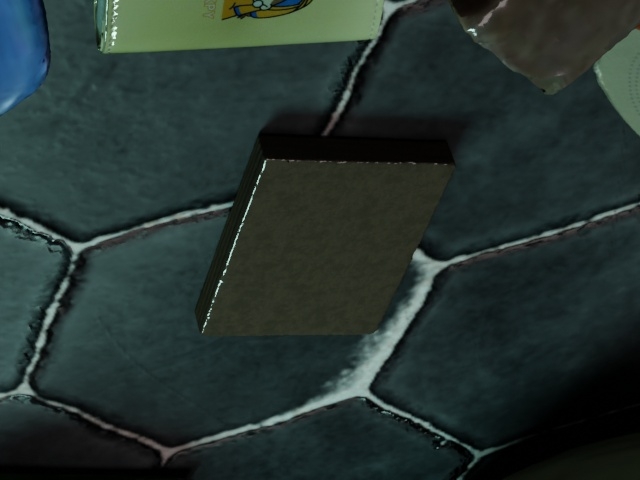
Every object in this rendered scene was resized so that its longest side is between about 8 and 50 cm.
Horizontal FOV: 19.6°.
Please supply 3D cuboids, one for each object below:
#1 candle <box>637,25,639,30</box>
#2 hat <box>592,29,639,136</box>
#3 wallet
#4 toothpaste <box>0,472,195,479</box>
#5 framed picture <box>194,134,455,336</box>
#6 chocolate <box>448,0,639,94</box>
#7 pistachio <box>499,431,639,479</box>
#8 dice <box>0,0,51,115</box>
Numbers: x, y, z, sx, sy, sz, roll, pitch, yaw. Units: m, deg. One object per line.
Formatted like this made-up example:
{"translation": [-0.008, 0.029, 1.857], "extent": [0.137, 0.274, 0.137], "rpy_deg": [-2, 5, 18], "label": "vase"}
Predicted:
{"translation": [0.206, -0.121, 1.064], "extent": [0.167, 0.021, 0.026], "rpy_deg": [20, 123, -4], "label": "candle"}
{"translation": [0.295, -0.073, 1.130], "extent": [0.214, 0.149, 0.244], "rpy_deg": [-38, 147, 24], "label": "hat"}
{"translation": [-0.041, -0.148, 0.984], "extent": [0.155, 0.039, 0.110], "rpy_deg": [-5, 143, -14], "label": "wallet"}
{"translation": [-0.189, 0.185, 1.338], "extent": [0.204, 0.031, 0.049], "rpy_deg": [5, 138, -28], "label": "toothpaste"}
{"translation": [0.000, 0.000, 1.189], "extent": [0.128, 0.023, 0.168], "rpy_deg": [0, 138, -21], "label": "framed picture"}
{"translation": [0.184, -0.205, 0.940], "extent": [0.321, 0.112, 0.112], "rpy_deg": [-38, 135, 25], "label": "chocolate"}
{"translation": [0.243, 0.302, 1.433], "extent": [0.445, 0.281, 0.365], "rpy_deg": [-22, 145, 14], "label": "pistachio"}
{"translation": [-0.207, -0.134, 0.854], "extent": [0.143, 0.146, 0.146], "rpy_deg": [-12, 141, -8], "label": "dice"}
